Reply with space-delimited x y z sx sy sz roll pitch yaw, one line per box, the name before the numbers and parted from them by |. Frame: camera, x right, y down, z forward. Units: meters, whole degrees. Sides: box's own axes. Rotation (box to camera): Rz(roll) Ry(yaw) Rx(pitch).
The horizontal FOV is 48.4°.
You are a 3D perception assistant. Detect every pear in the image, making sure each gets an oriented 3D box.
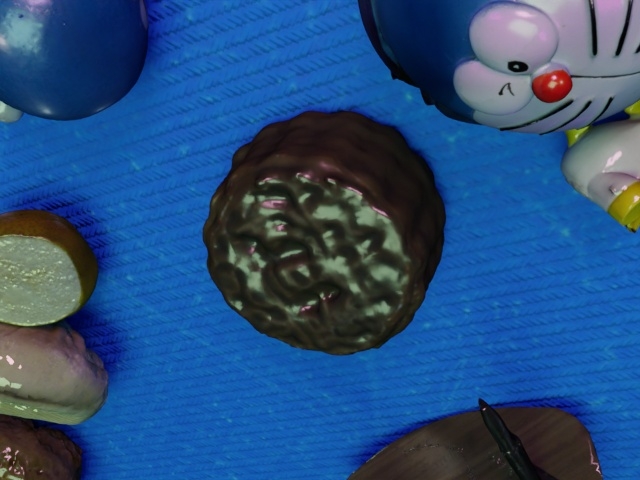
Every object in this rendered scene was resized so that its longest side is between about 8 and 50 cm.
pear | -0.316 0.020 0.781 0.141 0.104 0.141 -7 127 -9

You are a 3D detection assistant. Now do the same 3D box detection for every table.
table | 0.115 0.303 0.665 0.317 0.317 0.249 -19 152 25

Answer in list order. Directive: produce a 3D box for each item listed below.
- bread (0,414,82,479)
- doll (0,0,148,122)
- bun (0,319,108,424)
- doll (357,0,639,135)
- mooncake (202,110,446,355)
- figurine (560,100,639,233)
bread | -0.438 0.334 1.001 0.230 0.123 0.230 6 118 11
doll | -0.264 -0.191 0.615 0.257 0.161 0.215 17 140 24
bun | -0.357 0.141 0.856 0.222 0.127 0.222 6 156 3
doll | 0.176 -0.181 0.447 0.310 0.240 0.284 -6 148 1
mooncake | 0.000 0.000 0.669 0.228 0.124 0.228 8 124 12
figurine | 0.279 -0.087 0.564 0.178 0.109 0.129 -24 91 23
